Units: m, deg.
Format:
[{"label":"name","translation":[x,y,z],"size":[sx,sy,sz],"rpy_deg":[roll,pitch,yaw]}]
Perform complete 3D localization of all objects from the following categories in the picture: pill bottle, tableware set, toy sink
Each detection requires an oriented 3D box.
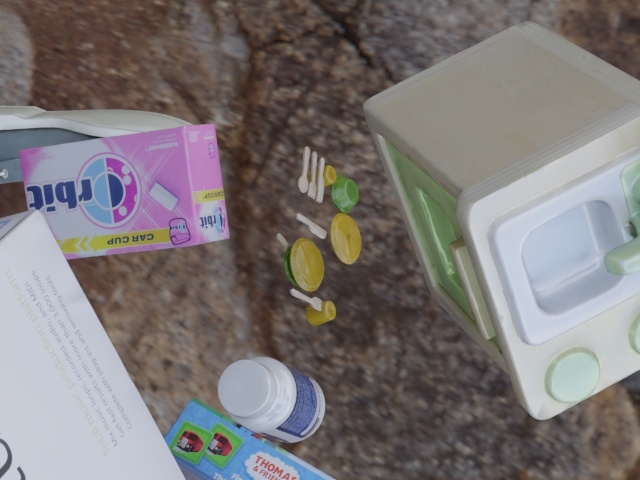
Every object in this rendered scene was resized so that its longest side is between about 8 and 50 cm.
[{"label":"pill bottle","translation":[-0.045,0.139,1.416],"size":[0.067,0.067,0.120],"rpy_deg":[-59,156,-2]},{"label":"tableware set","translation":[0.000,0.000,1.437],"size":[0.104,0.024,0.154],"rpy_deg":[32,54,-47]},{"label":"toy sink","translation":[0.135,-0.004,0.912],"size":[0.131,0.234,0.152],"rpy_deg":[-27,120,-9]}]

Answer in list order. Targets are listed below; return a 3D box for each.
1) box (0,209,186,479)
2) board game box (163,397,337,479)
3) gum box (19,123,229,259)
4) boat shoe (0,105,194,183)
[{"label":"box","translation":[-0.162,0.161,0.661],"size":[0.232,0.058,0.322],"rpy_deg":[64,33,-19]},{"label":"board game box","translation":[0.022,0.177,0.892],"size":[0.039,0.211,0.160],"rpy_deg":[-55,157,-17]},{"label":"gum box","translation":[-0.186,-0.043,1.479],"size":[0.062,0.188,0.107],"rpy_deg":[-14,97,-65]},{"label":"boat shoe","translation":[-0.280,-0.098,1.842],"size":[0.319,0.116,0.099],"rpy_deg":[4,104,15]}]
